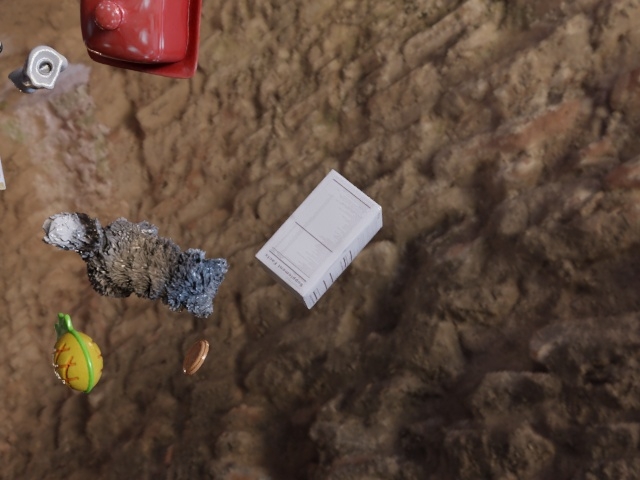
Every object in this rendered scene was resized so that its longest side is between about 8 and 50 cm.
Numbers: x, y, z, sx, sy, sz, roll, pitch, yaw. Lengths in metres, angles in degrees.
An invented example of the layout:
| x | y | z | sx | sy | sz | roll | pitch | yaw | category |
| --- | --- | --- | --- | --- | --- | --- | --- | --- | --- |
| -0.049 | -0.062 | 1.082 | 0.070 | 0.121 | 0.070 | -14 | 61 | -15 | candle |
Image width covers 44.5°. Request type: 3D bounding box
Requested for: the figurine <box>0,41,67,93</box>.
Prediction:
| x | y | z | sx | sy | sz | roll | pitch | yaw | category |
| --- | --- | --- | --- | --- | --- | --- | --- | --- | --- |
| -0.671 | -0.366 | 1.658 | 0.214 | 0.092 | 0.209 | 8 | 177 | -34 | figurine |

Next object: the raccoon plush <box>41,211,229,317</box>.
| x | y | z | sx | sy | sz | roll | pitch | yaw | category |
| --- | --- | --- | --- | --- | --- | --- | --- | --- | --- |
| -0.437 | 0.078 | 1.919 | 0.446 | 0.299 | 0.216 | 5 | 102 | -67 | raccoon plush |

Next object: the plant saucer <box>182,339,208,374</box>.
| x | y | z | sx | sy | sz | roll | pitch | yaw | category |
| --- | --- | --- | --- | --- | --- | --- | --- | --- | --- |
| -0.272 | 0.251 | 1.693 | 0.083 | 0.013 | 0.083 | -40 | -150 | 29 | plant saucer |

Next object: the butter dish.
| x | y | z | sx | sy | sz | roll | pitch | yaw | category |
| --- | --- | --- | --- | --- | --- | --- | --- | --- | --- |
| -0.236 | -0.279 | 0.956 | 0.159 | 0.160 | 0.118 | 12 | -157 | 9 | butter dish |

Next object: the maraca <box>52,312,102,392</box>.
| x | y | z | sx | sy | sz | roll | pitch | yaw | category |
| --- | --- | --- | --- | --- | --- | --- | --- | --- | --- |
| -0.537 | 0.245 | 1.703 | 0.099 | 0.186 | 0.127 | -12 | 149 | -42 | maraca |

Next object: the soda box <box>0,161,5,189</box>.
| x | y | z | sx | sy | sz | roll | pitch | yaw | category |
| --- | --- | --- | --- | --- | --- | --- | --- | --- | --- |
| -0.609 | -0.102 | 1.263 | 0.216 | 0.069 | 0.074 | -4 | -173 | 32 | soda box |

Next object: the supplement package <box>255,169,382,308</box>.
| x | y | z | sx | sy | sz | roll | pitch | yaw | category |
| --- | --- | --- | --- | --- | --- | --- | --- | --- | --- |
| 0.000 | 0.000 | 1.633 | 0.244 | 0.139 | 0.134 | -48 | 165 | -9 | supplement package |
